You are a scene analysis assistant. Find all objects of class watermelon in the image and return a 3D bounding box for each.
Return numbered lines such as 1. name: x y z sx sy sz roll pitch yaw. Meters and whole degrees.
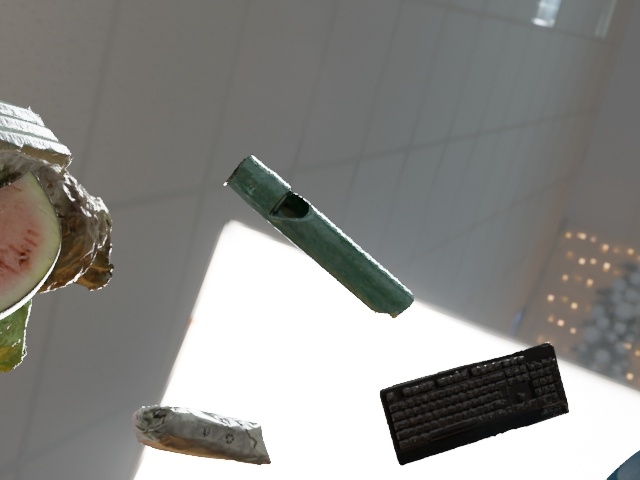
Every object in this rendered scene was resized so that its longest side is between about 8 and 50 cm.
1. watermelon: -0.262 0.029 0.858 0.163 0.087 0.069 -42 -12 -33

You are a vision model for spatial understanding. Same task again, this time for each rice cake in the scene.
1. rice cake: -0.457 -0.157 1.528 0.043 0.127 0.237 -50 -24 18

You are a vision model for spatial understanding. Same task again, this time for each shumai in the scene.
1. shumai: -0.302 -0.019 1.223 0.153 0.210 0.161 -1 -102 -50

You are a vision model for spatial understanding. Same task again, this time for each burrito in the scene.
1. burrito: -0.145 0.243 1.368 0.203 0.064 0.064 19 -90 -36

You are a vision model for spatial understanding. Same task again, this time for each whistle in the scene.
1. whistle: 0.000 0.000 0.925 0.039 0.186 0.039 -49 0 0

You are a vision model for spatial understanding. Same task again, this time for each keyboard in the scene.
1. keyboard: 0.149 0.151 1.027 0.015 0.197 0.074 -37 66 64

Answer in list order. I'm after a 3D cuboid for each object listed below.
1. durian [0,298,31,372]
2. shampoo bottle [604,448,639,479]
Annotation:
1. durian: -0.362 0.023 1.115 0.139 0.250 0.101 -34 -31 13
2. shampoo bottle: 0.369 0.330 0.770 0.342 0.331 0.331 -105 31 -79
